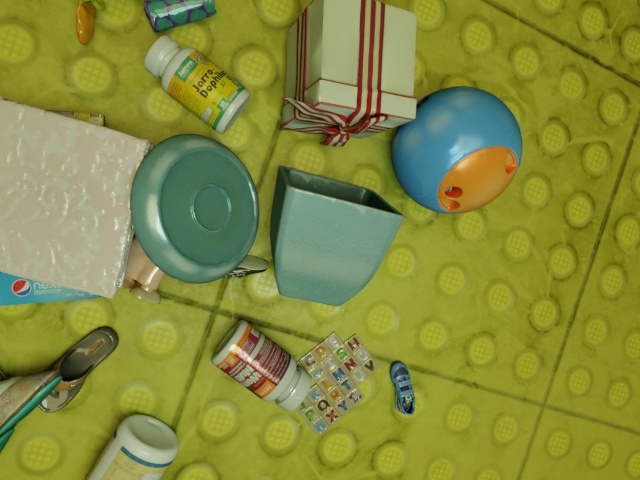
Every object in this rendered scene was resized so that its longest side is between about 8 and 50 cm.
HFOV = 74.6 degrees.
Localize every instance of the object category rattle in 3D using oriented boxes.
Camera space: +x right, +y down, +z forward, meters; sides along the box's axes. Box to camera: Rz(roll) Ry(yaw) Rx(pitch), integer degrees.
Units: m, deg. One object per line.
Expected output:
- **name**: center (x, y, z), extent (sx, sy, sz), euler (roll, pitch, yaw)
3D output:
- **rattle**: center (-0.411, -0.498, 0.886), extent (0.200, 0.130, 0.142), euler (-7, 95, -23)

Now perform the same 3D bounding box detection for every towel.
- **towel**: center (-0.517, -0.080, 0.831), extent (0.317, 0.053, 0.332), euler (15, 94, -2)

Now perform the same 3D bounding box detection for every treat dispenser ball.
- **treat dispenser ball**: center (0.310, -0.205, 0.976), extent (0.288, 0.288, 0.288), euler (-1, 94, -13)

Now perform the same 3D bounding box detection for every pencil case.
- **pencil case**: center (-0.309, -0.513, 0.928), extent (0.152, 0.064, 0.070), euler (-23, 60, -10)

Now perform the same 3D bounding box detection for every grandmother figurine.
- **grandmother figurine**: center (-0.340, -0.046, 0.935), extent (0.208, 0.104, 0.342), euler (29, 84, 1)

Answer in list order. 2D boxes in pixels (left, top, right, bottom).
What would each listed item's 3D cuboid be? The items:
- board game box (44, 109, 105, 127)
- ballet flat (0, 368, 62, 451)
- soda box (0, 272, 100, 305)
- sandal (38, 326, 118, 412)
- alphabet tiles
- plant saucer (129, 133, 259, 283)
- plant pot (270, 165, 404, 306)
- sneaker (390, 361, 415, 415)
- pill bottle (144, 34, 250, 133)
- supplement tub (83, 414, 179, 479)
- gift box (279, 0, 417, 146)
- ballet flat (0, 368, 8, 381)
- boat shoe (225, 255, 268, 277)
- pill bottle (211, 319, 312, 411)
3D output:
- **board game box**: center (-0.558, -0.174, 0.893), extent (0.194, 0.060, 0.194), euler (1, 94, -13)
- **ballet flat**: center (-0.663, 0.357, 0.856), extent (0.106, 0.107, 0.316), euler (42, 97, -4)
- **soda box**: center (-0.581, 0.093, 0.900), extent (0.210, 0.067, 0.071), euler (-3, 94, -13)
- **sandal**: center (-0.540, 0.285, 0.925), extent (0.219, 0.060, 0.090), euler (-44, 101, -7)
- **alphabet tiles**: center (0.031, 0.360, 1.090), extent (0.237, 0.009, 0.198), euler (-37, 100, -8)
- **plant saucer**: center (-0.238, -0.067, 0.887), extent (0.317, 0.044, 0.317), euler (0, 90, -51)
- **plant pot**: center (0.000, 0.000, 0.949), extent (0.247, 0.248, 0.252), euler (14, 106, -14)
- **sneaker**: center (0.222, 0.393, 1.110), extent (0.053, 0.059, 0.144), euler (-13, 95, -10)
- **pill bottle**: center (-0.269, -0.342, 0.920), extent (0.208, 0.117, 0.117), euler (37, 85, -12)
- **supplement tub**: center (-0.423, 0.507, 0.923), extent (0.144, 0.144, 0.199), euler (34, 86, -13)
- **gift box**: center (0.035, -0.351, 0.927), extent (0.276, 0.255, 0.258), euler (1, 92, -19)
- **ballet flat**: center (-0.757, 0.245, 0.881), extent (0.084, 0.058, 0.250), euler (-44, 106, -4)
- **boat shoe**: center (-0.191, 0.065, 1.005), extent (0.133, 0.049, 0.042), euler (0, 127, -22)
- **pill bottle**: center (-0.134, 0.297, 0.987), extent (0.221, 0.121, 0.121), euler (40, 84, -10)
